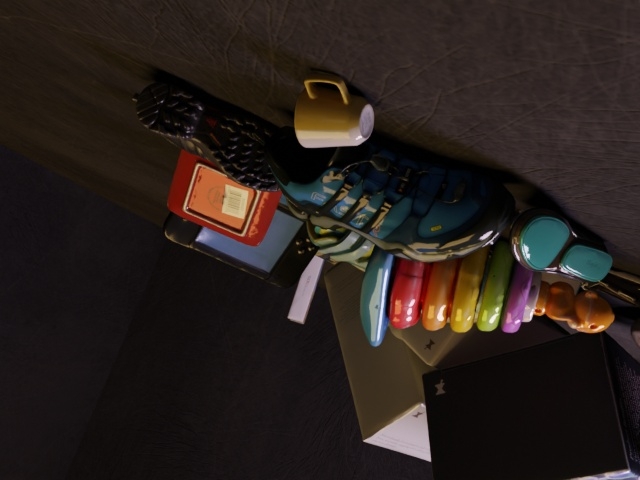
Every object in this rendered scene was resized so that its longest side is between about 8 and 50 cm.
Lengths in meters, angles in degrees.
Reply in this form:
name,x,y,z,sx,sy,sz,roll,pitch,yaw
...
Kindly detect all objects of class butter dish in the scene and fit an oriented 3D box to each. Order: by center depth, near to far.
name,x,y,z,sx,sy,sz,roll,pitch,yaw
butter dish,-0.131,-0.095,1.266,0.160,0.118,0.160,24,132,-1

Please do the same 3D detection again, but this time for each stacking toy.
name,x,y,z,sx,sy,sz,roll,pitch,yaw
stacking toy,0.213,0.057,1.046,0.302,0.166,0.175,13,132,12

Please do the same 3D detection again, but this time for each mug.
name,x,y,z,sx,sy,sz,roll,pitch,yaw
mug,0.013,-0.120,0.810,0.064,0.062,0.078,10,175,26

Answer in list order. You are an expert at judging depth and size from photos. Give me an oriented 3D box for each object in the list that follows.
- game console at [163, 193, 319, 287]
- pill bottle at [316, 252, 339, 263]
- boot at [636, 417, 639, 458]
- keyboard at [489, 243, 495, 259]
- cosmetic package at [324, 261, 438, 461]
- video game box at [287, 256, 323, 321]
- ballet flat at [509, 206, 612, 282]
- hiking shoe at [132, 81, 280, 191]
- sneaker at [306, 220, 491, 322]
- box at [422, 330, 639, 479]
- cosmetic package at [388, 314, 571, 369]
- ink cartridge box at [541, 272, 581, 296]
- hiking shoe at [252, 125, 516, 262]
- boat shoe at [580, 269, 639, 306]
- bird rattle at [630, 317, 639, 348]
name,x,y,z,sx,sy,sz,roll,pitch,yaw
game console,-0.092,-0.022,1.485,0.293,0.250,0.173,26,-161,-27
pill bottle,0.000,0.000,1.755,0.120,0.067,0.067,27,171,-38
boot,0.610,0.296,1.134,0.260,0.131,0.348,1,157,44
keyboard,0.253,0.023,1.332,0.108,0.023,0.180,22,174,-3
cosmetic package,0.160,0.209,1.620,0.217,0.385,0.156,28,127,-37
video game box,-0.033,0.115,2.191,0.048,0.205,0.187,17,174,4
ballet flat,0.258,0.001,0.955,0.203,0.074,0.074,19,177,-43
hiking shoe,-0.136,-0.141,1.096,0.227,0.086,0.114,31,-176,-22
sneaker,0.105,0.015,1.219,0.319,0.127,0.208,23,176,38
box,0.392,0.325,1.342,0.293,0.212,0.395,-21,146,30
cosmetic package,0.283,0.154,1.478,0.365,0.155,0.197,27,-168,-42
ink cartridge box,0.337,0.073,1.289,0.104,0.060,0.180,20,174,14
hiking shoe,0.062,-0.057,0.931,0.304,0.113,0.132,9,156,34
boat shoe,0.373,0.054,1.123,0.125,0.038,0.046,19,173,19
bird rattle,0.569,0.196,1.303,0.207,0.143,0.253,37,-178,40
